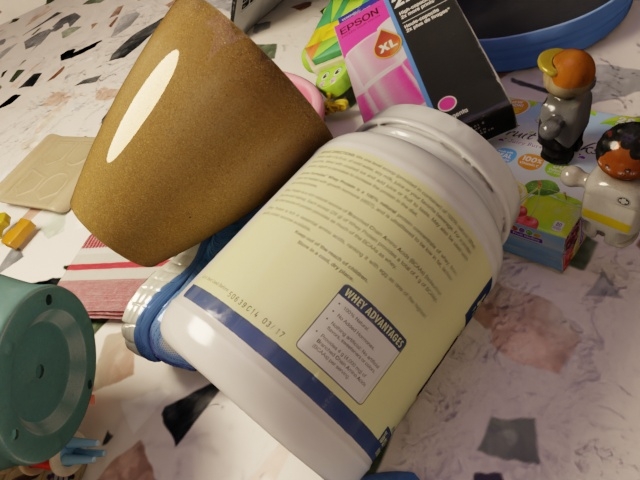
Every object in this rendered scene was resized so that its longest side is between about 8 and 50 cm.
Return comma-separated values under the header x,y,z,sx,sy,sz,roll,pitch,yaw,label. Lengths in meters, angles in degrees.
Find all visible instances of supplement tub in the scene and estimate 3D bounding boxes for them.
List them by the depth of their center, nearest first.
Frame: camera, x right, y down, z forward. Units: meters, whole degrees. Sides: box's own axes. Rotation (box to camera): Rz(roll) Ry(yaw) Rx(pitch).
x,y,z,sx,sy,sz,roll,pitch,yaw,label
0.032,0.040,0.493,0.236,0.235,0.324,26,66,38,supplement tub

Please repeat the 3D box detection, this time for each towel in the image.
x,y,z,sx,sy,sz,roll,pitch,yaw,label
-0.305,-0.009,0.823,0.237,0.037,0.328,-3,49,25,towel

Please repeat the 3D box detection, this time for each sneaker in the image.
x,y,z,sx,sy,sz,roll,pitch,yaw,label
-0.110,0.033,0.659,0.147,0.129,0.329,21,65,19,sneaker

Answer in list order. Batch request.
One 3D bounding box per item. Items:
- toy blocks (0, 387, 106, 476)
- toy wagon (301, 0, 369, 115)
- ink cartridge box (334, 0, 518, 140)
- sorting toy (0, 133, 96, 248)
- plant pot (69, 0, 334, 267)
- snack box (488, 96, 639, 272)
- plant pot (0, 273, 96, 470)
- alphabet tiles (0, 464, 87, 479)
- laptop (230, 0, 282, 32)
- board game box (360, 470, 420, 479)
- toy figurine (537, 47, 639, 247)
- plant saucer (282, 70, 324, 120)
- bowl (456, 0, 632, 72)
x,y,z,sx,sy,sz,roll,pitch,yaw,label
-0.322,0.228,0.602,0.148,0.054,0.123,-8,49,18,toy blocks
0.070,-0.388,0.896,0.267,0.068,0.344,2,61,49,toy wagon
0.127,-0.271,0.698,0.176,0.069,0.370,-24,56,19,ink cartridge box
-0.598,-0.113,1.043,0.229,0.041,0.307,11,57,26,sorting toy
-0.153,-0.098,0.562,0.254,0.237,0.237,-48,48,0,plant pot
0.267,-0.083,0.607,0.175,0.070,0.207,24,63,38,snack box
-0.402,0.139,0.508,0.256,0.271,0.271,-3,50,3,plant pot
-0.456,0.349,0.601,0.343,0.011,0.284,-7,50,18,alphabet tiles
0.013,-0.606,1.102,0.236,0.408,0.382,42,70,-3,laptop
0.058,0.279,0.407,0.133,0.033,0.169,-24,22,-16,board game box
0.330,-0.115,0.460,0.210,0.148,0.212,-11,50,12,toy figurine
-0.154,-0.190,0.840,0.333,0.084,0.332,-6,43,5,plant saucer
0.353,-0.441,0.868,0.392,0.077,0.390,-13,48,15,bowl
